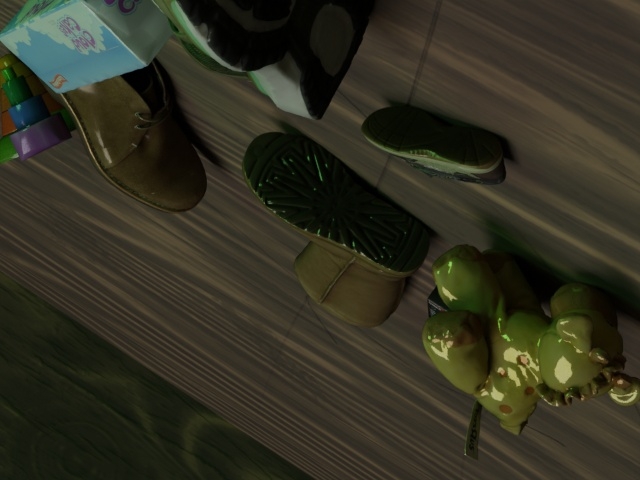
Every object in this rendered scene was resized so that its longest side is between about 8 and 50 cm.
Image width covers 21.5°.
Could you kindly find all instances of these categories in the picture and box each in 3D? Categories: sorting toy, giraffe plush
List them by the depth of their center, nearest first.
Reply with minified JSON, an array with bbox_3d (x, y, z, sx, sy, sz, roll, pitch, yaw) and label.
[{"bbox_3d":[0.216,0.100,1.631,0.170,0.210,0.181,-13,163,39],"label":"giraffe plush"},{"bbox_3d":[-0.366,-0.174,2.083,0.126,0.127,0.365,65,174,-9],"label":"sorting toy"}]

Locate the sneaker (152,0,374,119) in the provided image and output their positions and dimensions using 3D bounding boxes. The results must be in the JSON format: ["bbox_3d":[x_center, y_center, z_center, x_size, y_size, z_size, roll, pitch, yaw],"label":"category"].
[{"bbox_3d":[-0.098,-0.204,1.297,0.182,0.158,0.410,17,170,19],"label":"sneaker"}]

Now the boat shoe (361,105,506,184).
[{"bbox_3d":[0.103,-0.081,1.543,0.152,0.056,0.049,23,152,38],"label":"boat shoe"}]

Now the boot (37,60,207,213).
[{"bbox_3d":[-0.212,-0.141,1.938,0.115,0.112,0.305,2,140,45],"label":"boot"}]

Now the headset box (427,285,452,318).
[{"bbox_3d":[0.154,0.082,1.894,0.062,0.032,0.083,31,160,19],"label":"headset box"}]

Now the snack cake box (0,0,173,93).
[{"bbox_3d":[-0.192,-0.231,1.576,0.089,0.152,0.264,44,161,-19],"label":"snack cake box"}]

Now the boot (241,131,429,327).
[{"bbox_3d":[0.000,0.000,1.897,0.236,0.089,0.269,37,164,2],"label":"boot"}]
